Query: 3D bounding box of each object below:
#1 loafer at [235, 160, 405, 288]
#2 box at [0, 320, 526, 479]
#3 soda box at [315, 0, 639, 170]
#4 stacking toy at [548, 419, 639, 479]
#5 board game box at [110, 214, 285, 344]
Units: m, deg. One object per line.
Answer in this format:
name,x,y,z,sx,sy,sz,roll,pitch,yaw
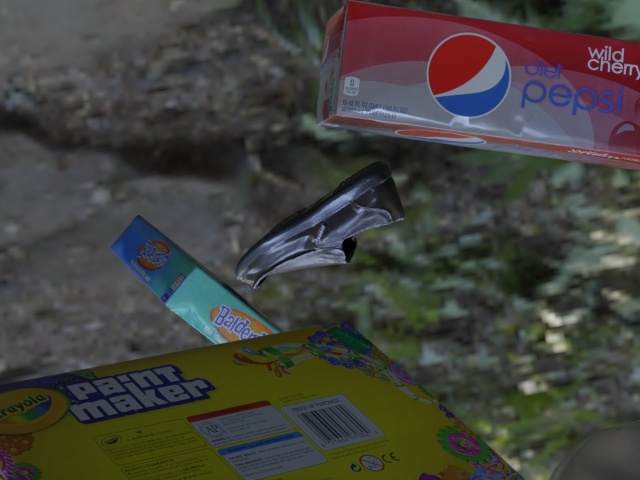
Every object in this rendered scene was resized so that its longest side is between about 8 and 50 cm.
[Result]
loafer,0.000,0.000,1.823,0.220,0.078,0.080,-33,-175,27
box,-0.077,0.223,0.950,0.290,0.279,0.177,-7,-144,-42
soda box,0.134,-0.108,1.191,0.263,0.083,0.092,7,177,-9
stacking toy,0.385,0.394,1.414,0.351,0.479,0.350,-7,-171,1
board game box,-0.098,0.061,1.535,0.047,0.160,0.210,-51,-155,-2
